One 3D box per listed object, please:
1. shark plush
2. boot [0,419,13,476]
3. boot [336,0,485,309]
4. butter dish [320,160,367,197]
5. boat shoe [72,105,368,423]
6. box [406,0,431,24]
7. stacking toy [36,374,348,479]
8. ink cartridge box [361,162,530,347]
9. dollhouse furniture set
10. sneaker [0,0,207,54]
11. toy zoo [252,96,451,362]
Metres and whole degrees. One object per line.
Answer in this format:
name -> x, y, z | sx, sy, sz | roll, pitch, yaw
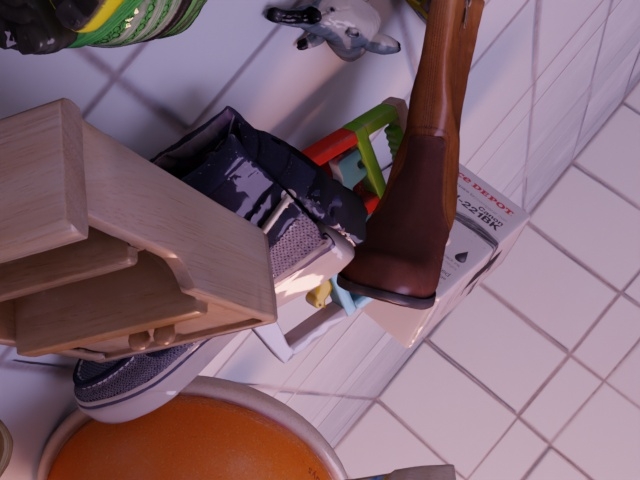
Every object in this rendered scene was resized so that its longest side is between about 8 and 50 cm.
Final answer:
shark plush -> 0.010, -0.181, 0.709 | 0.067, 0.073, 0.161 | -26, -177, 33
boot -> -0.325, 0.246, 0.677 | 0.262, 0.095, 0.203 | -48, 162, -3
boot -> 0.103, -0.093, 0.735 | 0.264, 0.096, 0.280 | -29, 133, -63
butter dish -> 0.026, -0.026, 0.946 | 0.160, 0.118, 0.160 | -54, 162, 13
boat shoe -> -0.136, 0.025, 0.697 | 0.340, 0.127, 0.158 | -38, 124, 17
box -> 0.135, -0.278, 0.833 | 0.105, 0.043, 0.179 | -53, 164, 11
stacking toy -> -0.150, 0.380, 0.702 | 0.351, 0.350, 0.480 | -59, -170, 25
ink cartridge box -> 0.143, -0.005, 1.140 | 0.273, 0.197, 0.114 | -33, 156, -44
dollhouse furniture set -> -0.122, 0.167, 0.442 | 0.362, 0.394, 0.256 | -14, 161, 17
sneaker -> -0.045, -0.241, 0.369 | 0.343, 0.134, 0.146 | -49, 171, 25
toy zoo -> 0.000, 0.000, 0.854 | 0.293, 0.030, 0.192 | -33, 120, -19
